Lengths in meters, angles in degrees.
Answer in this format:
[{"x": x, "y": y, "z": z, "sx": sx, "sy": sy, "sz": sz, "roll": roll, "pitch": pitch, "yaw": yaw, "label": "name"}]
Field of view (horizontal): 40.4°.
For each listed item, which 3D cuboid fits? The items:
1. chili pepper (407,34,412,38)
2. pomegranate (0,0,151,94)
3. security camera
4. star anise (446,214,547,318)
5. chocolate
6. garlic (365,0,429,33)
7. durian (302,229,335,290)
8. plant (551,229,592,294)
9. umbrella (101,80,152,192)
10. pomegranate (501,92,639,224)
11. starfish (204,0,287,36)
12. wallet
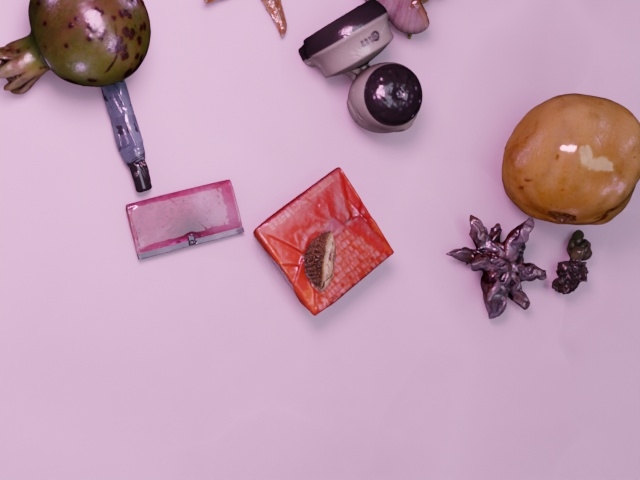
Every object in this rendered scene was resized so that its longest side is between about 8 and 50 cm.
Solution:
[{"x": 0.200, "y": -0.504, "z": 1.998, "sx": 0.030, "sy": 0.017, "sz": 0.083, "roll": -20, "pitch": 96, "yaw": -19, "label": "chili pepper"}, {"x": -0.463, "y": -0.372, "z": 1.633, "sx": 0.242, "sy": 0.242, "sz": 0.306, "roll": 43, "pitch": 84, "yaw": -17, "label": "pomegranate"}, {"x": 0.105, "y": -0.355, "z": 1.873, "sx": 0.197, "sy": 0.191, "sz": 0.277, "roll": -35, "pitch": 104, "yaw": -18, "label": "security camera"}, {"x": 0.425, "y": 0.063, "z": 2.048, "sx": 0.212, "sy": 0.129, "sz": 0.283, "roll": -36, "pitch": 115, "yaw": -21, "label": "star anise"}, {"x": 0.000, "y": 0.000, "z": 1.886, "sx": 0.237, "sy": 0.108, "sz": 0.235, "roll": -38, "pitch": 105, "yaw": -15, "label": "chocolate"}, {"x": 0.223, "y": -0.576, "z": 1.904, "sx": 0.207, "sy": 0.256, "sz": 0.207, "roll": 23, "pitch": 61, "yaw": -51, "label": "garlic"}, {"x": -0.003, "y": 0.040, "z": 1.817, "sx": 0.066, "sy": 0.052, "sz": 0.130, "roll": 8, "pitch": 91, "yaw": -59, "label": "durian"}, {"x": 0.624, "y": 0.058, "z": 2.146, "sx": 0.085, "sy": 0.087, "sz": 0.174, "roll": 37, "pitch": 70, "yaw": -34, "label": "plant"}, {"x": -0.392, "y": -0.219, "z": 1.755, "sx": 0.053, "sy": 0.052, "sz": 0.250, "roll": -16, "pitch": 96, "yaw": -21, "label": "umbrella"}, {"x": 0.582, "y": -0.189, "z": 1.997, "sx": 0.332, "sy": 0.332, "sz": 0.333, "roll": -1, "pitch": 92, "yaw": -21, "label": "pomegranate"}, {"x": -0.159, "y": -0.568, "z": 1.842, "sx": 0.231, "sy": 0.048, "sz": 0.295, "roll": -19, "pitch": 100, "yaw": -30, "label": "starfish"}, {"x": -0.282, "y": -0.046, "z": 1.818, "sx": 0.232, "sy": 0.025, "sz": 0.119, "roll": -16, "pitch": 96, "yaw": -21, "label": "wallet"}]
